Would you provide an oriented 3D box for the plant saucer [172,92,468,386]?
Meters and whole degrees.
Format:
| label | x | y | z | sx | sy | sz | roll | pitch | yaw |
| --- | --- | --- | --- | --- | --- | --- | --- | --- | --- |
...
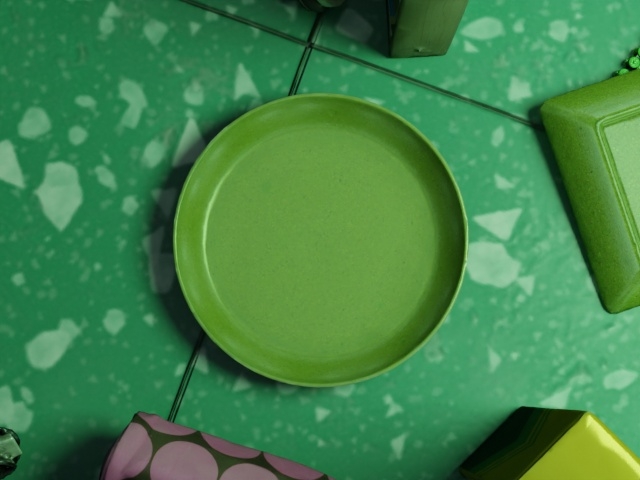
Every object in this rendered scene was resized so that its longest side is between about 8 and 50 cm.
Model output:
| label | x | y | z | sx | sy | sz | roll | pitch | yaw |
| --- | --- | --- | --- | --- | --- | --- | --- | --- | --- |
| plant saucer | 0.000 | 0.000 | 1.202 | 0.241 | 0.037 | 0.241 | 0 | 85 | -1 |

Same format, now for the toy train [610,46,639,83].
| label | x | y | z | sx | sy | sz | roll | pitch | yaw |
| --- | --- | --- | --- | --- | --- | --- | --- | --- | --- |
| toy train | 0.272 | -0.151 | 1.229 | 0.024 | 0.017 | 0.083 | 40 | 86 | -8 |

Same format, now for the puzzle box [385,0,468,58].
| label | x | y | z | sx | sy | sz | roll | pitch | yaw |
| --- | --- | --- | --- | --- | --- | --- | --- | --- | --- |
| puzzle box | 0.068 | -0.365 | 1.120 | 0.052 | 0.272 | 0.409 | -4 | 84 | -1 |

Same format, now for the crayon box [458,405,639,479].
| label | x | y | z | sx | sy | sz | roll | pitch | yaw |
| --- | --- | --- | --- | --- | --- | --- | --- | --- | --- |
| crayon box | 0.213 | 0.217 | 1.040 | 0.083 | 0.323 | 0.203 | -44 | 87 | -4 |

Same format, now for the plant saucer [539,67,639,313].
| label | x | y | z | sx | sy | sz | roll | pitch | yaw |
| --- | --- | --- | --- | --- | --- | --- | --- | --- | --- |
| plant saucer | 0.299 | -0.055 | 1.196 | 0.188 | 0.045 | 0.188 | -19 | 91 | -3 |

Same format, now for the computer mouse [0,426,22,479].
| label | x | y | z | sx | sy | sz | roll | pitch | yaw |
| --- | --- | --- | --- | --- | --- | --- | --- | --- | --- |
| computer mouse | -0.365 | 0.097 | 1.144 | 0.188 | 0.072 | 0.272 | -20 | 99 | 1 |

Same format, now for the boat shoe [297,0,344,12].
| label | x | y | z | sx | sy | sz | roll | pitch | yaw |
| --- | --- | --- | --- | --- | --- | --- | --- | --- | --- |
| boat shoe | -0.055 | -0.289 | 1.221 | 0.079 | 0.084 | 0.233 | -30 | 93 | 35 |

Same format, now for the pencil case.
| label | x | y | z | sx | sy | sz | roll | pitch | yaw |
| --- | --- | --- | --- | --- | --- | --- | --- | --- | --- |
| pencil case | -0.071 | 0.208 | 1.156 | 0.209 | 0.095 | 0.098 | 20 | 114 | 0 |
